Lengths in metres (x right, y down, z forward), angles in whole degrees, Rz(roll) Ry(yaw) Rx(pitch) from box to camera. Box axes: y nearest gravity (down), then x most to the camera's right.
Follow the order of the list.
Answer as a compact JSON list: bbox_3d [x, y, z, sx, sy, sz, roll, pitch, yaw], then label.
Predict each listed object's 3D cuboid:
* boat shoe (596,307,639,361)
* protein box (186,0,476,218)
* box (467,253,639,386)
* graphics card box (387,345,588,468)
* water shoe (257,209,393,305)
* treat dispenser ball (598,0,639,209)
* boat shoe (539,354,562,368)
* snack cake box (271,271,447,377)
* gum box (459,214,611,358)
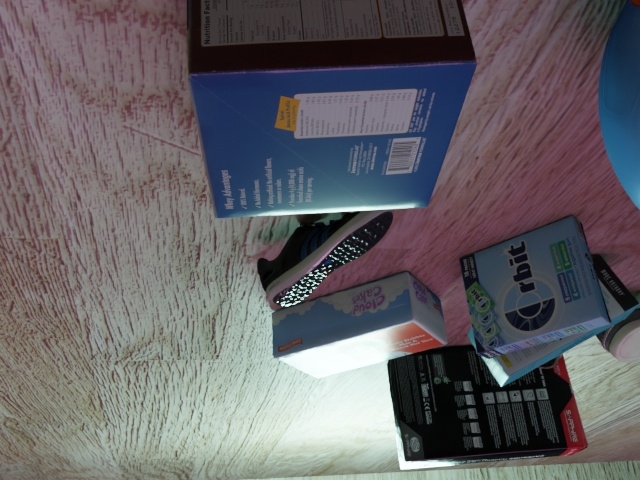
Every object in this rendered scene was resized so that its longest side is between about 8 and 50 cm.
[{"bbox_3d":[0.638,0.156,1.282,0.319,0.099,0.116,-2,118,-30],"label":"boat shoe"},{"bbox_3d":[0.000,-0.128,0.569,0.201,0.136,0.200,-3,152,-4],"label":"protein box"},{"bbox_3d":[0.361,0.124,1.051,0.244,0.101,0.060,-25,154,-10],"label":"box"},{"bbox_3d":[0.335,0.339,1.401,0.370,0.233,0.094,-4,152,-4],"label":"graphics card box"},{"bbox_3d":[0.000,0.000,0.886,0.203,0.080,0.073,-37,149,5],"label":"water shoe"},{"bbox_3d":[0.359,-0.115,0.495,0.288,0.288,0.288,-4,152,-2],"label":"treat dispenser ball"},{"bbox_3d":[0.375,0.154,1.207,0.109,0.091,0.305,-18,150,22],"label":"boat shoe"},{"bbox_3d":[0.065,0.151,1.154,0.264,0.089,0.152,-19,147,24],"label":"snack cake box"},{"bbox_3d":[0.301,0.070,0.969,0.184,0.157,0.041,-24,146,33],"label":"gum box"}]
